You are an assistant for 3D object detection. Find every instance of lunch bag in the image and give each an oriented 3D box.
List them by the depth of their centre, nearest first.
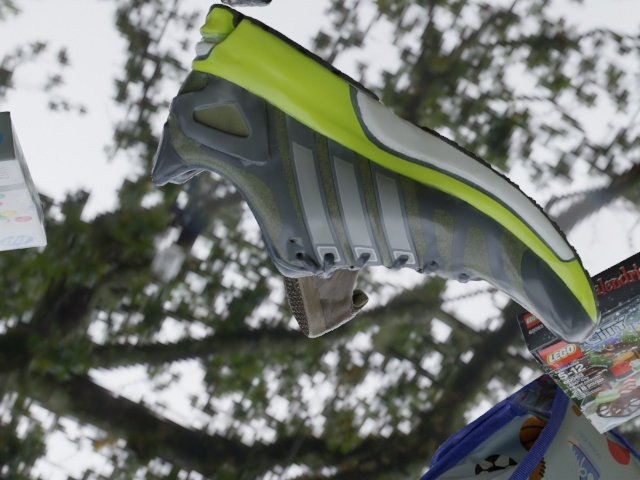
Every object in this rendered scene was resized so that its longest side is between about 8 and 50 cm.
[{"bbox_3d":[0.222,0.380,1.562,0.328,0.385,0.239,45,169,-16],"label":"lunch bag"}]

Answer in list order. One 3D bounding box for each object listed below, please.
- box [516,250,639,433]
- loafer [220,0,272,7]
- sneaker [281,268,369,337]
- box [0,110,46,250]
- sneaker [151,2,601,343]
[{"bbox_3d":[0.308,0.067,1.287,0.159,0.233,0.044,45,-158,-43],"label":"box"},{"bbox_3d":[-0.091,-0.358,1.756,0.061,0.170,0.062,-2,168,27],"label":"loafer"},{"bbox_3d":[0.000,0.000,1.310,0.071,0.188,0.066,-24,-135,-18],"label":"sneaker"},{"bbox_3d":[-0.272,-0.031,1.028,0.145,0.186,0.038,-7,-106,-7],"label":"box"},{"bbox_3d":[0.033,-0.017,0.903,0.300,0.121,0.111,33,-177,4],"label":"sneaker"}]
